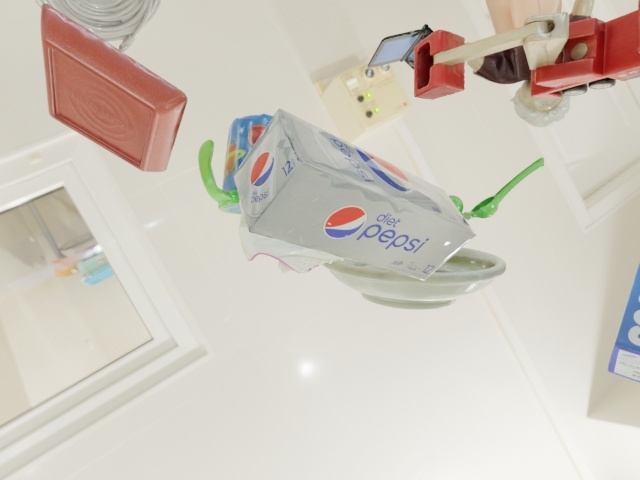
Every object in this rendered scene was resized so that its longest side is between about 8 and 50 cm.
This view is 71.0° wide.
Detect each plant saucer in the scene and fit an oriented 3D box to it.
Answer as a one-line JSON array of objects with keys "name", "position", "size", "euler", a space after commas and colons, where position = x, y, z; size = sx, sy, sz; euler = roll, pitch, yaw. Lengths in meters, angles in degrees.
[{"name": "plant saucer", "position": [-0.390, -0.244, 0.819], "size": [0.259, 0.258, 0.048], "euler": [-40, -159, 55]}, {"name": "plant saucer", "position": [0.197, 0.077, 1.005], "size": [0.400, 0.101, 0.400], "euler": [1, -171, 0]}]

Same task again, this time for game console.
[{"name": "game console", "position": [0.152, -0.305, 0.766], "size": [0.071, 0.107, 0.122], "euler": [-48, -175, -4]}]

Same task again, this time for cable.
[{"name": "cable", "position": [-0.433, -0.518, 0.876], "size": [0.257, 0.089, 0.257], "euler": [-36, 157, 14]}]

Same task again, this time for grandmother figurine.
[{"name": "grandmother figurine", "position": [0.324, -0.322, 0.702], "size": [0.207, 0.342, 0.104], "euler": [-12, -136, 28]}]

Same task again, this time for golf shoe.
[{"name": "golf shoe", "position": [0.000, 0.000, 0.795], "size": [0.306, 0.140, 0.115], "euler": [14, -166, 8]}]

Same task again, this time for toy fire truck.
[{"name": "toy fire truck", "position": [0.181, -0.150, 0.350], "size": [0.135, 0.047, 0.192], "euler": [-2, -177, -28]}]

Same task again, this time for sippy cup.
[{"name": "sippy cup", "position": [-0.144, -0.189, 1.139], "size": [0.240, 0.224, 0.305], "euler": [-3, 176, 10]}]

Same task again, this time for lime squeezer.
[{"name": "lime squeezer", "position": [0.298, -0.093, 0.924], "size": [0.310, 0.110, 0.059], "euler": [-5, -153, 10]}]

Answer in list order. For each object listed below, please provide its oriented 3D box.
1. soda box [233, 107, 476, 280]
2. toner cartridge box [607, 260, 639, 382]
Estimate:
[{"name": "soda box", "position": [0.051, -0.039, 0.522], "size": [0.286, 0.091, 0.098], "euler": [16, 128, -38]}, {"name": "toner cartridge box", "position": [0.625, 0.102, 0.764], "size": [0.165, 0.075, 0.348], "euler": [17, -131, 34]}]
